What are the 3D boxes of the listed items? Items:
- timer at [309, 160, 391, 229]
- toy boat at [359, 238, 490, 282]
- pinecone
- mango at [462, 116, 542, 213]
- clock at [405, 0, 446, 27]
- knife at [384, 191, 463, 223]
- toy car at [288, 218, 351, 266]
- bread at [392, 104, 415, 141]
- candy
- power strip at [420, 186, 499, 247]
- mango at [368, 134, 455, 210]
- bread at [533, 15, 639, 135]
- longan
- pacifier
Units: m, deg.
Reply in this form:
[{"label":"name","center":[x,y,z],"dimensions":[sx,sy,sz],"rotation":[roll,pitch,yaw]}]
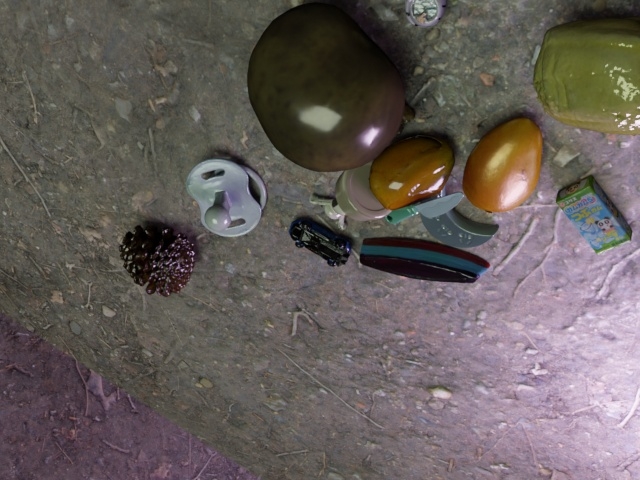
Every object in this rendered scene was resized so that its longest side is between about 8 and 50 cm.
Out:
[{"label":"timer","center":[0.082,-0.114,1.900],"dimensions":[0.175,0.175,0.266],"rotation":[43,151,-11]},{"label":"toy boat","center":[0.305,0.068,1.969],"dimensions":[0.392,0.079,0.136],"rotation":[9,132,25]},{"label":"pinecone","center":[-0.584,0.059,2.321],"dimensions":[0.292,0.246,0.246],"rotation":[27,138,32]},{"label":"mango","center":[0.455,-0.193,1.624],"dimensions":[0.187,0.138,0.257],"rotation":[6,136,8]},{"label":"clock","center":[0.251,-0.563,1.460],"dimensions":[0.117,0.080,0.176],"rotation":[9,128,20]},{"label":"knife","center":[0.285,-0.085,1.803],"dimensions":[0.260,0.034,0.063],"rotation":[-11,119,41]},{"label":"toy car","center":[0.000,0.000,2.073],"dimensions":[0.216,0.063,0.103],"rotation":[30,134,10]},{"label":"bread","center":[0.188,-0.311,1.717],"dimensions":[0.082,0.060,0.113],"rotation":[34,136,-5]},{"label":"candy","center":[0.694,-0.062,1.661],"dimensions":[0.194,0.062,0.097],"rotation":[47,133,-13]},{"label":"power strip","center":[0.360,-0.073,1.830],"dimensions":[0.253,0.054,0.167],"rotation":[40,133,-9]},{"label":"mango","center":[0.238,-0.190,1.726],"dimensions":[0.236,0.136,0.166],"rotation":[-19,80,17]},{"label":"bread","center":[0.600,-0.326,1.323],"dimensions":[0.321,0.320,0.237],"rotation":[5,110,24]},{"label":"longan","center":[0.013,-0.357,1.577],"dimensions":[0.404,0.336,0.404],"rotation":[22,131,27]},{"label":"pacifier","center":[-0.293,-0.108,2.029],"dimensions":[0.238,0.225,0.287],"rotation":[-9,125,10]}]
